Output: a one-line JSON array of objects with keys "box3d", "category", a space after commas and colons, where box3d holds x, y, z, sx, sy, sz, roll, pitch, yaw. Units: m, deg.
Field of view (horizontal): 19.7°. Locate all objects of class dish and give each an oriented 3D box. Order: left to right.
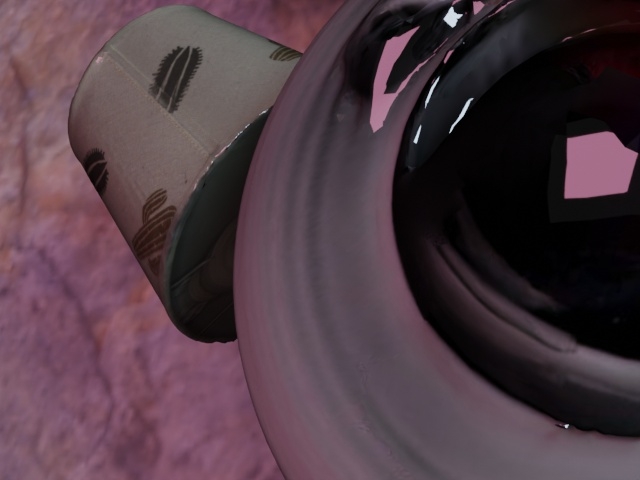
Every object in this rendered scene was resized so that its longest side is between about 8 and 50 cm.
[{"box3d": [0.095, -0.009, 0.536, 0.273, 0.134, 0.273, -4, 70, 11], "category": "dish"}]

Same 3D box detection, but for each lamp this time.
[{"box3d": [0.000, 0.000, 0.687, 0.214, 0.121, 0.121, 39, 93, 30], "category": "lamp"}]
